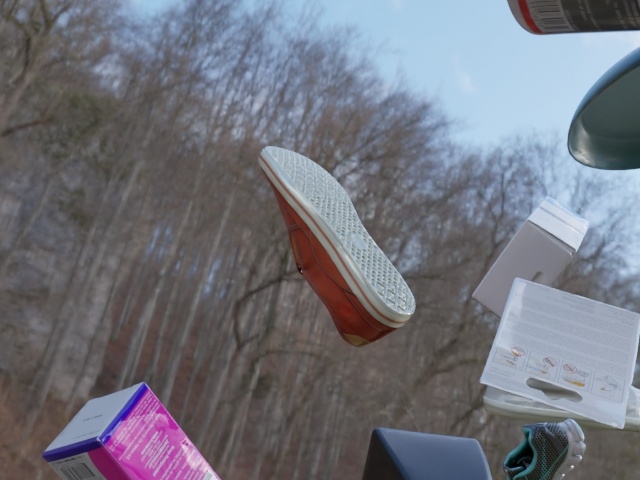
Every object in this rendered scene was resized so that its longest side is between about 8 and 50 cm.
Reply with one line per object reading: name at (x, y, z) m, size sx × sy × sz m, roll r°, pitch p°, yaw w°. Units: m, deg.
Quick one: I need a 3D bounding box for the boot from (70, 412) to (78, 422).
boot at (-0.393, 0.397, 1.586) m, size 0.219 × 0.106 × 0.082 m, roll 14°, pitch -29°, yaw 37°

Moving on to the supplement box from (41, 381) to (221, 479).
supplement box at (-0.221, 0.304, 1.107) m, size 0.111 × 0.114 × 0.220 m, roll -21°, pitch -70°, yaw 33°

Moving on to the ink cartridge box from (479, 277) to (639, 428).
ink cartridge box at (0.253, 0.124, 0.922) m, size 0.145 × 0.179 × 0.045 m, roll 17°, pitch -49°, yaw 15°

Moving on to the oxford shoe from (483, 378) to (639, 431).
oxford shoe at (0.550, 0.310, 1.780) m, size 0.448 × 0.130 × 0.169 m, roll 8°, pitch -3°, yaw -9°

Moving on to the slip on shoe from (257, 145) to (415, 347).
slip on shoe at (0.000, 0.000, 1.170) m, size 0.123 × 0.331 × 0.101 m, roll 4°, pitch -44°, yaw -50°

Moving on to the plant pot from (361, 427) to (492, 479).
plant pot at (0.171, 0.417, 1.359) m, size 0.187 × 0.188 × 0.167 m, roll 9°, pitch 8°, yaw -13°

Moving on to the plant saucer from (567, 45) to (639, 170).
plant saucer at (0.438, -0.177, 1.024) m, size 0.317 × 0.044 × 0.318 m, roll -11°, pitch -22°, yaw -5°

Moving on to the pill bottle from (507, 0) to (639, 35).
pill bottle at (0.332, -0.281, 0.835) m, size 0.283 × 0.161 × 0.161 m, roll 7°, pitch -26°, yaw 36°

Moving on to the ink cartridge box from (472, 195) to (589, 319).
ink cartridge box at (0.318, 0.028, 1.313) m, size 0.085 × 0.203 × 0.148 m, roll 36°, pitch -68°, yaw 12°

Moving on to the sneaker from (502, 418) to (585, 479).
sneaker at (0.243, 0.277, 1.034) m, size 0.076 × 0.065 × 0.167 m, roll 10°, pitch -69°, yaw -19°
